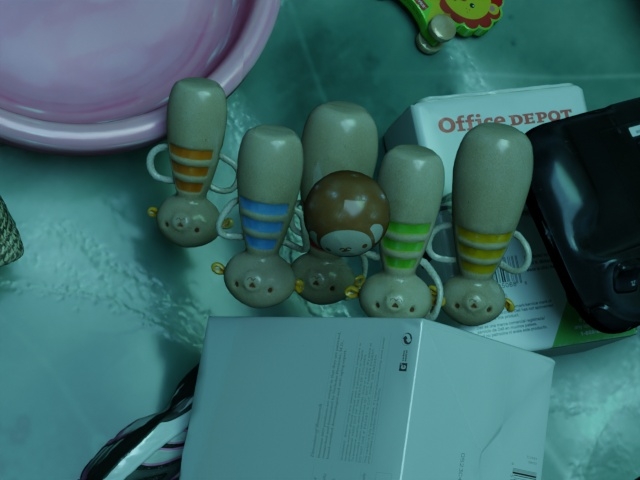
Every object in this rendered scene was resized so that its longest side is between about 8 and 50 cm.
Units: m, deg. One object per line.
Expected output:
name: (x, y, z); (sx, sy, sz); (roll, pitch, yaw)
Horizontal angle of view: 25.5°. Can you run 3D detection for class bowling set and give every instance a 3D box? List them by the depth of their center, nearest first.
bowling set: (0.000, 0.000, 0.959); (0.287, 0.200, 0.154); (10, 112, 7)

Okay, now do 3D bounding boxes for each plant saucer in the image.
plant saucer: (-0.195, -0.217, 1.086); (0.332, 0.084, 0.332); (4, 74, -16)

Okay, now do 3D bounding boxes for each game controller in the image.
game controller: (0.270, -0.034, 1.127); (0.319, 0.067, 0.166); (-16, 72, -47)

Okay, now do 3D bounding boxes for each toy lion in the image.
toy lion: (0.105, -0.211, 1.202); (0.100, 0.034, 0.096); (48, 62, 0)

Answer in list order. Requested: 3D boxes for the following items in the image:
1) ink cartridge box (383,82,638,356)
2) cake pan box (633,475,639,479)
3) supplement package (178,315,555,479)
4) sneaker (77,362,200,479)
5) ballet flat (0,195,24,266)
ink cartridge box: (0.148, -0.010, 1.130); (0.153, 0.087, 0.208); (-6, 79, -17)
cake pan box: (0.292, 0.293, 1.012); (0.070, 0.246, 0.267); (-33, 86, -25)
supplement package: (0.026, 0.159, 0.960); (0.149, 0.203, 0.194); (20, 74, -43)
sneaker: (-0.097, 0.154, 1.029); (0.178, 0.072, 0.077); (-40, 100, -16)
ballet flat: (-0.371, 0.131, 0.919); (0.182, 0.164, 0.483); (50, 65, -21)
